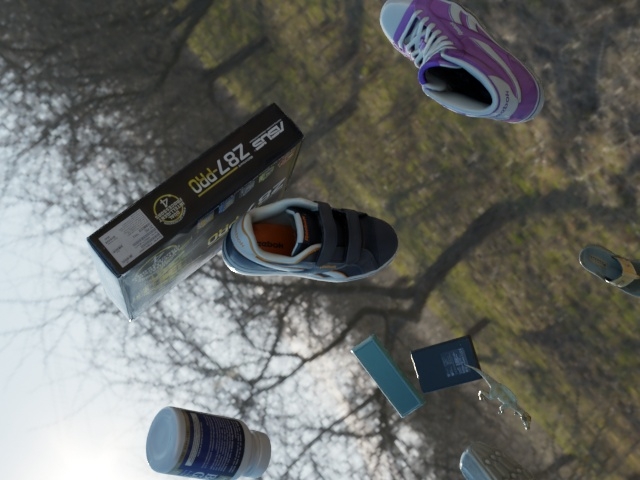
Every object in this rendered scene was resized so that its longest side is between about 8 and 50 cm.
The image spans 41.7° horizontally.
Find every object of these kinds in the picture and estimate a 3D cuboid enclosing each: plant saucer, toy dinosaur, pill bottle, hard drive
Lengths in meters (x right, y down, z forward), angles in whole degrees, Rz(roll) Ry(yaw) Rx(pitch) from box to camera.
[{"bbox_3d":[0.147,0.298,1.830,0.192,0.067,0.018,53,-164,-2],"label":"plant saucer"},{"bbox_3d":[0.364,0.308,1.714,0.183,0.053,0.092,45,160,4],"label":"toy dinosaur"},{"bbox_3d":[-0.159,0.300,1.220,0.169,0.094,0.094,20,-161,-35],"label":"pill bottle"},{"bbox_3d":[0.264,0.261,1.766,0.022,0.135,0.094,-2,-106,-64],"label":"hard drive"}]

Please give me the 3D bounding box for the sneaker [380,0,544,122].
[{"bbox_3d":[0.157,-0.256,1.118,0.161,0.102,0.282,-11,-136,-47],"label":"sneaker"}]

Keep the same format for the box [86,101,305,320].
[{"bbox_3d":[-0.219,-0.043,1.492,0.097,0.395,0.318,48,160,6],"label":"box"}]

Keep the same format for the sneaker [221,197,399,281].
[{"bbox_3d":[0.000,0.000,1.435,0.127,0.321,0.126,127,136,-61],"label":"sneaker"}]

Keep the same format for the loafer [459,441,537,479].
[{"bbox_3d":[0.316,0.449,1.261,0.319,0.111,0.112,50,-149,21],"label":"loafer"}]

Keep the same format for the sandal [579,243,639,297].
[{"bbox_3d":[0.572,0.057,1.608,0.180,0.072,0.049,28,-165,37],"label":"sandal"}]
